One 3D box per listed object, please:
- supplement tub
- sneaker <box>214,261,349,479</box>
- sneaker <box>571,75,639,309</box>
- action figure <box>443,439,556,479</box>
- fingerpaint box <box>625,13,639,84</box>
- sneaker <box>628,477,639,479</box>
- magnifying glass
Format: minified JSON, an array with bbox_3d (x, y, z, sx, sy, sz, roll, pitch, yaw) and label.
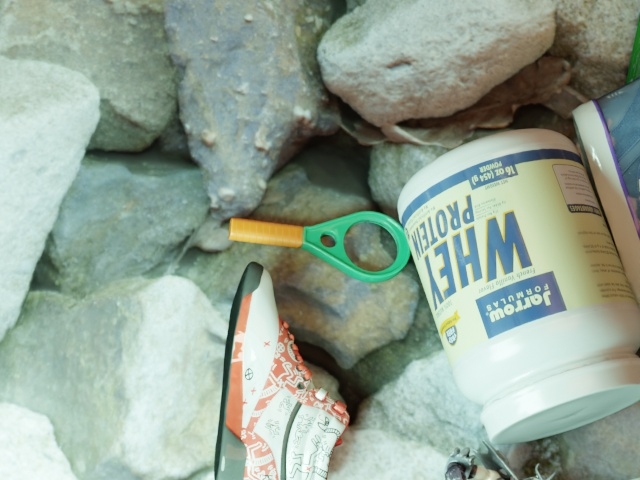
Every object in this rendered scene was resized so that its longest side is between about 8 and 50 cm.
[{"bbox_3d":[0.244,0.057,1.653,0.235,0.235,0.325,-11,69,-17],"label":"supplement tub"},{"bbox_3d":[-0.040,0.164,1.628,0.145,0.090,0.270,9,69,-10],"label":"sneaker"},{"bbox_3d":[0.462,-0.057,1.690,0.236,0.130,0.323,-19,100,8],"label":"sneaker"},{"bbox_3d":[0.171,0.343,1.592,0.285,0.099,0.185,-30,71,-25],"label":"action figure"},{"bbox_3d":[0.627,-0.247,1.909,0.371,0.163,0.445,17,66,-4],"label":"fingerpaint box"},{"bbox_3d":[0.446,0.319,1.638,0.350,0.148,0.131,-14,86,0],"label":"sneaker"},{"bbox_3d":[0.000,0.000,1.745,0.230,0.026,0.092,8,66,-11],"label":"magnifying glass"}]
